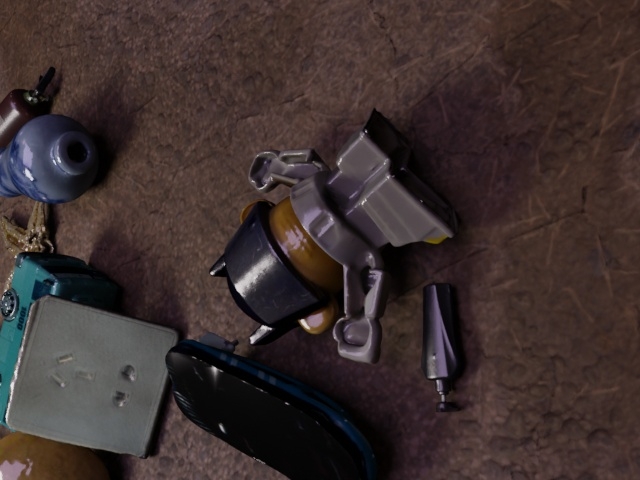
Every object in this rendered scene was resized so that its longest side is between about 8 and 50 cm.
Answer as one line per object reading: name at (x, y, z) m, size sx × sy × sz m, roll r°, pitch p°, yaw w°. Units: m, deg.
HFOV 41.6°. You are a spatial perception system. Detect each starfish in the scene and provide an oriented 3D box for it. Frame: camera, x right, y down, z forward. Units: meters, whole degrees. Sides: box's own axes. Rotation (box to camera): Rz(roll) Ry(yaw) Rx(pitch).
starfish at (-0.496, 0.044, 1.414) m, size 0.138 × 0.050 × 0.247 m, roll -28°, pitch 62°, yaw 34°

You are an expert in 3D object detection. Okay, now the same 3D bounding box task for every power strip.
power strip at (-0.317, 0.191, 1.186) m, size 0.213 × 0.064 × 0.198 m, roll 16°, pitch 91°, yaw -4°

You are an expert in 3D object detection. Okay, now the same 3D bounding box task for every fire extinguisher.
fire extinguisher at (-0.546, -0.219, 1.499) m, size 0.231 × 0.071 × 0.099 m, roll -40°, pitch 31°, yaw 25°

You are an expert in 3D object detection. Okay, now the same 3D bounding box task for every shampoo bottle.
shampoo bottle at (0.129, 0.115, 0.904) m, size 0.048 × 0.027 × 0.137 m, roll -12°, pitch 74°, yaw 39°

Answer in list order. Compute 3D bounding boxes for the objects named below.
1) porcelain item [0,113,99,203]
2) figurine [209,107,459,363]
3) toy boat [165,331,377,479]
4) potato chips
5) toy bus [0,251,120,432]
porcelain item at (-0.453, -0.126, 1.364) m, size 0.259 × 0.141 × 0.141 m, roll -4°, pitch 79°, yaw 48°
figurine at (-0.003, -0.003, 0.963) m, size 0.309 × 0.143 × 0.308 m, roll -25°, pitch 47°, yaw 30°
toy boat at (-0.047, 0.196, 0.993) m, size 0.299 × 0.092 × 0.134 m, roll 20°, pitch 128°, yaw 32°
potato chips at (-0.391, 0.366, 1.183) m, size 0.195 × 0.062 × 0.208 m, roll -29°, pitch 95°, yaw 6°
toy bus at (-0.404, 0.156, 1.266) m, size 0.147 × 0.128 × 0.255 m, roll 18°, pitch 95°, yaw 37°
